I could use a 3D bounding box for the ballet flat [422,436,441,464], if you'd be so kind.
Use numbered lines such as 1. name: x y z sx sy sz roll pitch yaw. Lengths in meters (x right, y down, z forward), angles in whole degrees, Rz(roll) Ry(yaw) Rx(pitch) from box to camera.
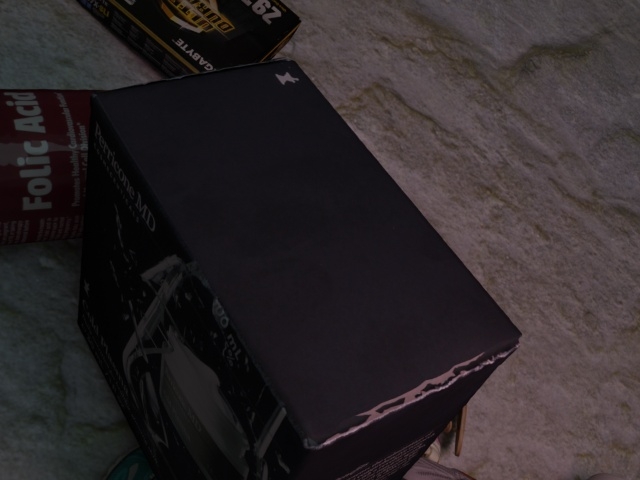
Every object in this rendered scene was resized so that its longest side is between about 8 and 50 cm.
1. ballet flat: 0.163 0.405 1.324 0.077 0.079 0.221 46 57 -5

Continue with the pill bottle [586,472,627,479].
1. pill bottle: 0.452 0.594 1.349 0.361 0.204 0.204 -29 89 -34

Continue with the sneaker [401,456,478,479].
1. sneaker: 0.186 0.464 1.224 0.321 0.124 0.180 36 80 -50

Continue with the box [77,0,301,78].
1. box: -0.232 -0.419 1.364 0.322 0.079 0.257 41 56 -4

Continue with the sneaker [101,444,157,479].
1. sneaker: -0.203 0.332 1.125 0.275 0.110 0.107 -23 86 -32

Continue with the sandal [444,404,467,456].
1. sandal: 0.240 0.288 1.425 0.079 0.088 0.240 11 57 8

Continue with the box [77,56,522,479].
1. box: -0.082 0.113 0.968 0.297 0.472 0.480 -18 59 -33

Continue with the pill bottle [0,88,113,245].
1. pill bottle: -0.453 -0.103 1.064 0.392 0.224 0.224 -7 77 -31
